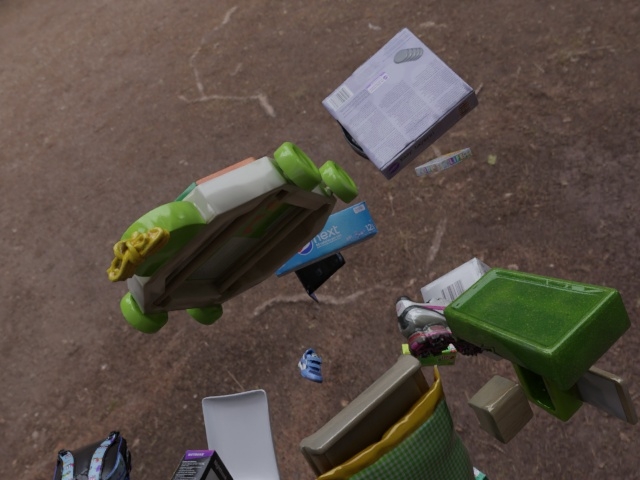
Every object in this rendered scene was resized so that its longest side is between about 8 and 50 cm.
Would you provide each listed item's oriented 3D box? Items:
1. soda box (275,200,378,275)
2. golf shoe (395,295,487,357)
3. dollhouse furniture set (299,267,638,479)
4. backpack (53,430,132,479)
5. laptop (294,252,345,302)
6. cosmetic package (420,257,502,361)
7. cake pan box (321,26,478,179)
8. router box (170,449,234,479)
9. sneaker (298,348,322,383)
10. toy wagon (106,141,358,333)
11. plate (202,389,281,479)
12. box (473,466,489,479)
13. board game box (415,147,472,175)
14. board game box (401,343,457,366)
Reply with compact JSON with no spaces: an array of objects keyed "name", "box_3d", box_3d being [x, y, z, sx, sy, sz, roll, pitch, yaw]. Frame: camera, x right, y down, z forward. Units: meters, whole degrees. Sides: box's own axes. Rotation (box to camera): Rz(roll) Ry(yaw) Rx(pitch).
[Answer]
[{"name":"soda box","box_3d":[0.000,0.000,1.119,0.210,0.071,0.067,-23,83,-6]},{"name":"golf shoe","box_3d":[0.183,0.108,0.781,0.067,0.186,0.086,-51,45,35]},{"name":"dollhouse furniture set","box_3d":[0.157,0.195,0.558,0.301,0.197,0.151,-36,23,-19]},{"name":"backpack","box_3d":[-0.495,0.519,1.255,0.158,0.117,0.173,-17,16,-11]},{"name":"laptop","box_3d":[-0.029,0.034,1.691,0.264,0.136,0.234,-45,69,35]},{"name":"cosmetic package","box_3d":[0.480,0.208,1.666,0.197,0.365,0.155,-36,46,29]},{"name":"cake pan box","box_3d":[0.164,-0.297,1.263,0.267,0.070,0.246,-41,59,7]},{"name":"router box","box_3d":[-0.125,0.350,0.653,0.046,0.179,0.133,-11,26,24]},{"name":"sneaker","box_3d":[-0.024,0.348,1.601,0.059,0.053,0.144,-63,21,5]},{"name":"toy wagon","box_3d":[-0.107,-0.002,0.641,0.267,0.344,0.068,-41,73,15]},{"name":"plate","box_3d":[-0.230,0.592,1.715,0.278,0.045,0.277,-18,78,35]},{"name":"box","box_3d":[0.449,0.692,1.636,0.043,0.179,0.105,-46,35,-16]},{"name":"board game box","box_3d":[0.357,-0.228,1.685,0.103,0.026,0.154,-27,8,-17]},{"name":"board game box","box_3d":[0.372,0.394,1.993,0.181,0.092,0.043,-4,47,1]}]
